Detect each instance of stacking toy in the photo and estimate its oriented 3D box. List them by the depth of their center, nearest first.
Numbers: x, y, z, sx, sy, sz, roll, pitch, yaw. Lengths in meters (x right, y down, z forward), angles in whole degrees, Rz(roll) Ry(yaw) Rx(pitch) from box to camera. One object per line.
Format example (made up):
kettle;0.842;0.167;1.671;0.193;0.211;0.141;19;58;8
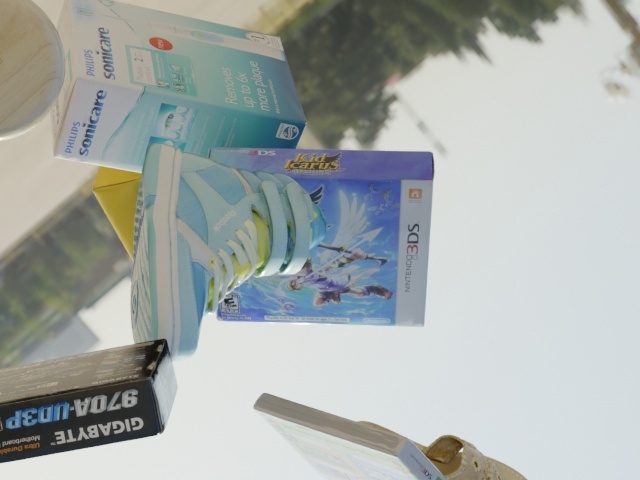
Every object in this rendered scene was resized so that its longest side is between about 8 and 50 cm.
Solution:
stacking toy;-0.335;-0.170;1.401;0.141;0.141;0.330;-41;-168;-8

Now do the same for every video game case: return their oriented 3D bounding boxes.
video game case;0.057;0.225;1.326;0.212;0.193;0.023;10;-122;51
video game case;0.000;0.000;1.714;0.270;0.244;0.061;1;-139;2

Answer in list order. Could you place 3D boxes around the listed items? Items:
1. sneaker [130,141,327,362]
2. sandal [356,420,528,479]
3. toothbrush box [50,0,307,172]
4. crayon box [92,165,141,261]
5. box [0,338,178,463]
sneaker;-0.090;0.015;1.461;0.319;0.208;0.127;-96;-161;-50
sandal;0.140;0.259;1.594;0.079;0.240;0.088;113;-5;-62
toothbrush box;-0.189;-0.187;1.780;0.216;0.296;0.126;-105;-149;-50
crayon box;-0.222;-0.077;1.958;0.083;0.203;0.323;-11;-140;16
box;-0.236;0.139;1.172;0.220;0.051;0.175;-11;-174;-1
